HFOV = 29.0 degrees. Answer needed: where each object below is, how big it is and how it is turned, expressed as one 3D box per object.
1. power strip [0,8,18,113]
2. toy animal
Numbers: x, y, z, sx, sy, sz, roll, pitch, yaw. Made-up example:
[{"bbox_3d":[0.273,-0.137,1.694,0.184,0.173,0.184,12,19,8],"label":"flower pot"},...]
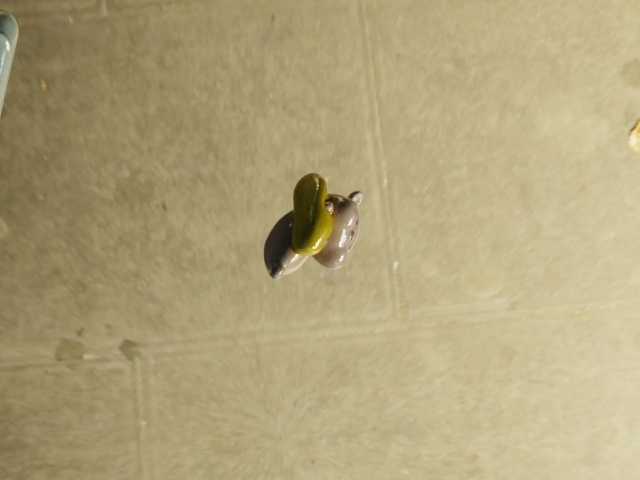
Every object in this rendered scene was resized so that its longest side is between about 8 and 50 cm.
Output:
[{"bbox_3d":[-0.322,-0.089,0.997,0.118,0.270,0.046,13,40,-14],"label":"power strip"},{"bbox_3d":[0.000,0.000,1.192,0.082,0.091,0.114,24,106,-24],"label":"toy animal"}]
